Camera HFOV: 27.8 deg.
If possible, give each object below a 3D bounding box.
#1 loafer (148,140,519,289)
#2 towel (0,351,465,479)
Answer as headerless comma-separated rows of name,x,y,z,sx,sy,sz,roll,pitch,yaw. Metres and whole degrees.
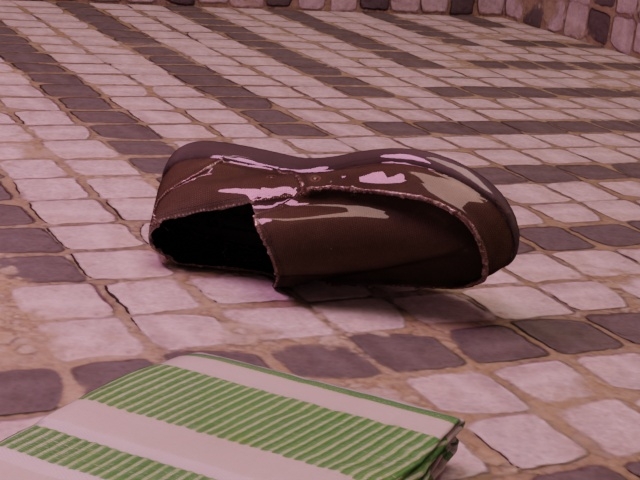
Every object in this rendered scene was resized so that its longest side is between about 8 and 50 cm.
loafer,0.000,0.000,1.186,0.366,0.133,0.130,5,42,27
towel,-0.077,0.152,0.788,0.248,0.038,0.325,13,21,24
